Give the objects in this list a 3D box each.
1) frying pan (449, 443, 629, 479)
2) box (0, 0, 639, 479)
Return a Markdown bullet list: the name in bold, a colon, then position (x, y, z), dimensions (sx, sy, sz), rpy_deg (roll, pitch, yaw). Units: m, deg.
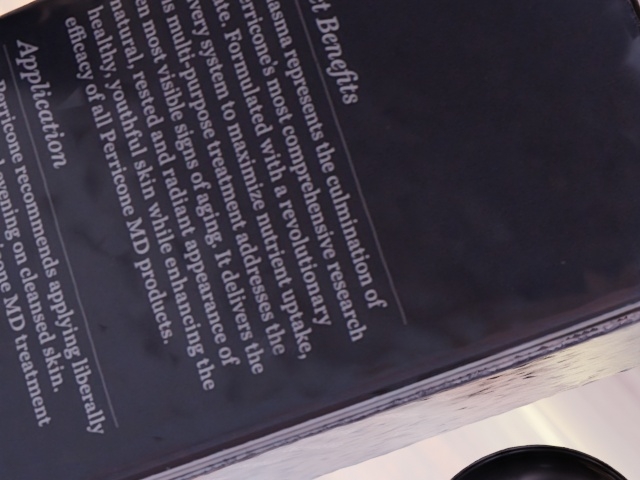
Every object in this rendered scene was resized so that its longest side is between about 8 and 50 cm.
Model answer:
- **frying pan**: position (0.099, 0.260, 1.085), dimensions (0.053, 0.326, 0.197), rpy_deg (133, 127, -85)
- **box**: position (0.000, 0.000, 1.006), dimensions (0.480, 0.471, 0.298), rpy_deg (30, -138, -76)
